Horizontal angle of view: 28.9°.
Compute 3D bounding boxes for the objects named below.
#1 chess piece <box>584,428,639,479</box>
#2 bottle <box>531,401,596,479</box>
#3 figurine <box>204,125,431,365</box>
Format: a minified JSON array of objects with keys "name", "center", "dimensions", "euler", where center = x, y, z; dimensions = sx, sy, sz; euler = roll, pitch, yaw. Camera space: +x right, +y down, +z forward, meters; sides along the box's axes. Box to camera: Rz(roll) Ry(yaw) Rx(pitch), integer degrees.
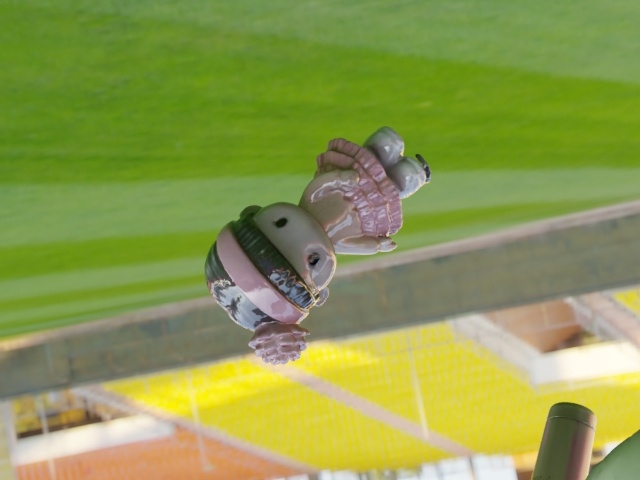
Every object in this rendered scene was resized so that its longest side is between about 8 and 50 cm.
[{"name":"chess piece","center":[0.193,0.166,0.282],"dimensions":[0.182,0.182,0.330],"euler":[-10,-158,-11]},{"name":"bottle","center":[0.197,0.182,1.013],"dimensions":[0.045,0.096,0.045],"euler":[14,153,7]},{"name":"figurine","center":[0.000,0.000,0.616],"dimensions":[0.129,0.072,0.054],"euler":[-41,-172,-25]}]
